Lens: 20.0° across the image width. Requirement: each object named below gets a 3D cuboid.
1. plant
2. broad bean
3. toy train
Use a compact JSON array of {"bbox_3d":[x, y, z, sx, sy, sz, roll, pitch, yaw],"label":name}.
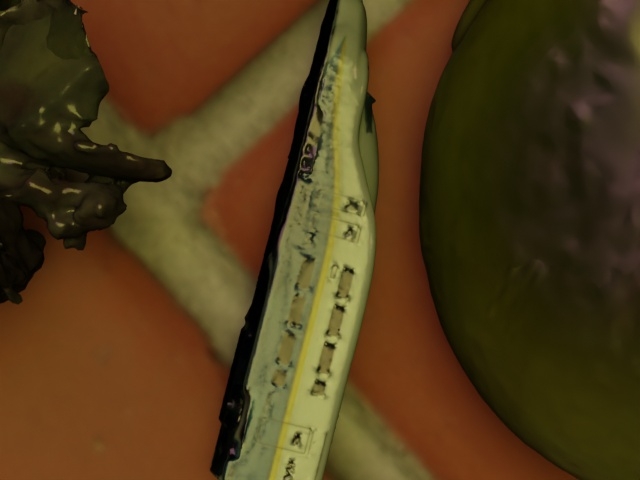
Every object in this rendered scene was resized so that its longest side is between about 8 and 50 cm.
[{"bbox_3d":[-0.171,-0.020,0.775,0.142,0.131,0.203,45,81,1],"label":"plant"},{"bbox_3d":[0.161,-0.029,0.813,0.238,0.119,0.291,-3,84,10],"label":"broad bean"},{"bbox_3d":[0.000,0.000,0.835,0.051,0.052,0.233,15,84,-9],"label":"toy train"}]
